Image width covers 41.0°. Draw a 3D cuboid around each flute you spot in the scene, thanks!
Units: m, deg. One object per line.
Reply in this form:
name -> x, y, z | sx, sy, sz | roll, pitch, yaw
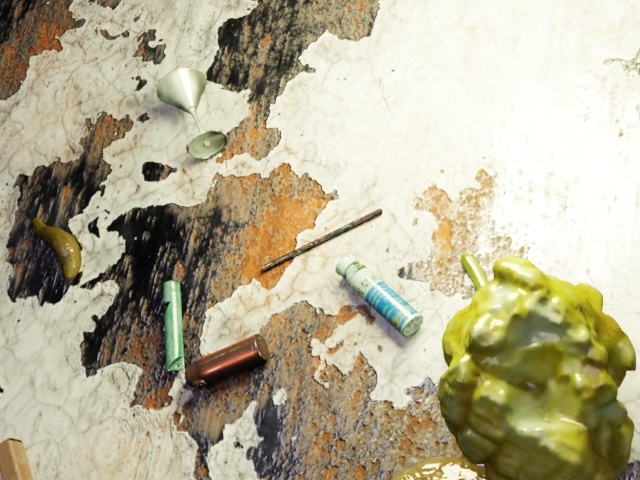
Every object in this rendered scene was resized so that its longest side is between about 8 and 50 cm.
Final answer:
flute -> 0.000, 0.000, 1.656 | 0.270, 0.014, 0.014 | -26, 60, 14

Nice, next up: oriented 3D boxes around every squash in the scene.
squash -> 0.270, 0.056, 1.496 | 0.027, 0.027, 0.083 | -30, 59, 11

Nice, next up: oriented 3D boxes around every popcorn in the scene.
popcorn -> 0.313, 0.209, 1.258 | 0.294, 0.292, 0.334 | 10, 78, 2

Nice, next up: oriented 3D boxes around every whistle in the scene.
whistle -> -0.294, 0.171, 1.709 | 0.039, 0.039, 0.186 | -17, 64, 18

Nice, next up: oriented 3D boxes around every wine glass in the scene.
wine glass -> -0.274, -0.271, 1.844 | 0.122, 0.122, 0.182 | -31, 61, 11

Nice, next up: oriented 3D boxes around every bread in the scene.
bread -> 0.196, 0.432, 1.284 | 0.230, 0.122, 0.230 | -8, 27, 4

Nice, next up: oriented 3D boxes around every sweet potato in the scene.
sweet potato -> -0.582, 0.005, 1.907 | 0.249, 0.059, 0.069 | 43, 103, 37

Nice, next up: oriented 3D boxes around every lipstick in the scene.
lipstick -> -0.613, 0.473, 1.726 | 0.045, 0.045, 0.145 | -34, 59, 7

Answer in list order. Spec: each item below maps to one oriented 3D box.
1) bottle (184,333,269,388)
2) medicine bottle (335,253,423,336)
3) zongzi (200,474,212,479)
bottle -> -0.180, 0.232, 1.617 | 0.164, 0.060, 0.060 | -24, 61, 15
medicine bottle -> 0.104, 0.097, 1.543 | 0.051, 0.051, 0.191 | -48, 58, 0
zongzi -> -0.044, 0.452, 1.426 | 0.260, 0.123, 0.289 | -35, 54, 3
